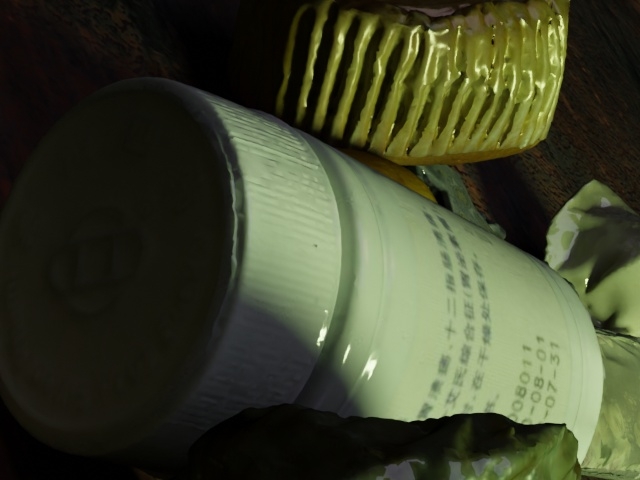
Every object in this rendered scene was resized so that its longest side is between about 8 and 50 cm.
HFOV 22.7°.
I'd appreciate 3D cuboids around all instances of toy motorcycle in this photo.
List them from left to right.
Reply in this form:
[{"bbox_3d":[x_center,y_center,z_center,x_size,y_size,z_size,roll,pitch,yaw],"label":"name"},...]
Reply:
[{"bbox_3d":[0.093,-0.019,1.304,0.215,0.080,0.122,30,33,-52],"label":"toy motorcycle"}]

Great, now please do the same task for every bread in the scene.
[{"bbox_3d":[0.060,-0.145,1.220,0.253,0.142,0.227,-11,34,-34],"label":"bread"}]

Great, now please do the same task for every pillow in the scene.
[{"bbox_3d":[0.221,0.136,1.328,0.255,0.059,0.169,21,54,-53],"label":"pillow"}]

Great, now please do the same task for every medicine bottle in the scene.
[{"bbox_3d":[-0.006,0.050,0.861,0.332,0.190,0.190,25,35,-48],"label":"medicine bottle"}]

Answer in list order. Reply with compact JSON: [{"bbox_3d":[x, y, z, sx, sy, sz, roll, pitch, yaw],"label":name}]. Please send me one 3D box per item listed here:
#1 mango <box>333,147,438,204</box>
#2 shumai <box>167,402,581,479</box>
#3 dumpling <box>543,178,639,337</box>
[{"bbox_3d":[0.000,0.000,1.072,0.227,0.099,0.136,-3,62,-53],"label":"mango"},{"bbox_3d":[0.007,0.185,0.671,0.189,0.256,0.218,12,65,-11],"label":"shumai"},{"bbox_3d":[0.277,0.049,1.504,0.166,0.126,0.215,-9,93,-34],"label":"dumpling"}]
